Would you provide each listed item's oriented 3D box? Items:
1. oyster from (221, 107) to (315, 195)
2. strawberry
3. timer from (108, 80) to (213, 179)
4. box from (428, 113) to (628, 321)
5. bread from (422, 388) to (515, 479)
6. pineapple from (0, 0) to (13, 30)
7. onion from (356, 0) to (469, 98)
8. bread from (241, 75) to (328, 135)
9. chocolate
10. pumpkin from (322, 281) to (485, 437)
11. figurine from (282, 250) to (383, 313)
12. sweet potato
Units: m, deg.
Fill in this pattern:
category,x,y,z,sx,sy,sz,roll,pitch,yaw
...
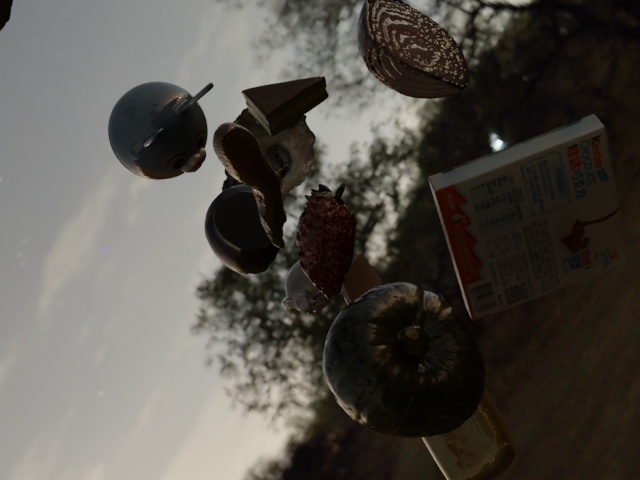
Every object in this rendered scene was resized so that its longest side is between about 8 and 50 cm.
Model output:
category,x,y,z,sx,sy,sz,roll,pitch,yaw
oyster,-0.116,-0.178,2.466,0.083,0.223,0.214,177,91,-70
strawberry,0.000,-0.004,1.990,0.085,0.140,0.192,-2,-47,-28
timer,-0.231,-0.166,1.812,0.255,0.175,0.175,19,77,52
box,0.318,-0.028,1.736,0.048,0.265,0.273,-110,0,-53
bread,0.248,0.324,2.025,0.147,0.217,0.098,-31,-21,15
pineapple,-0.639,-0.415,1.749,0.165,0.365,0.165,-51,-24,-33
onion,0.160,-0.365,2.247,0.111,0.250,0.247,-52,25,33
bread,-0.064,-0.274,2.167,0.139,0.084,0.074,-36,-30,-9
chocolate,-0.094,-0.012,1.588,0.124,0.127,0.133,-38,-17,-15
pumpkin,0.132,0.182,1.803,0.260,0.260,0.189,-56,-11,-39
figurine,0.011,0.098,2.479,0.237,0.141,0.162,-17,15,45
sweet potato,-0.075,-0.068,1.341,0.050,0.050,0.214,-59,-33,-23
